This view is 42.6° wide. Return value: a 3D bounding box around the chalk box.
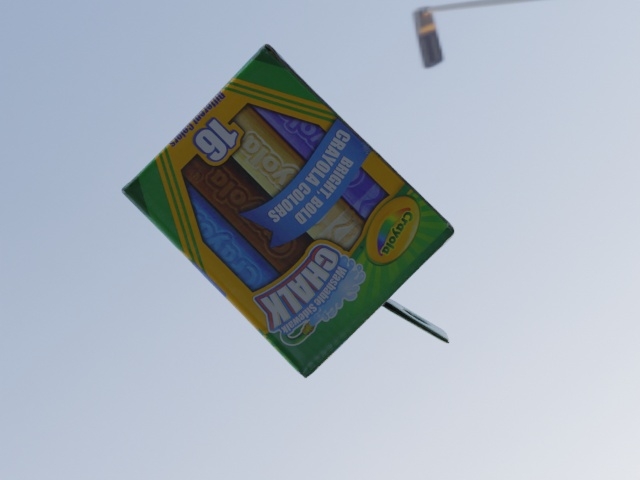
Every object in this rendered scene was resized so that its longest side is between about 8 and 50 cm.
[{"bbox_3d":[0.000,0.000,0.754,0.179,0.180,0.289,-44,-95,2],"label":"chalk box"}]
